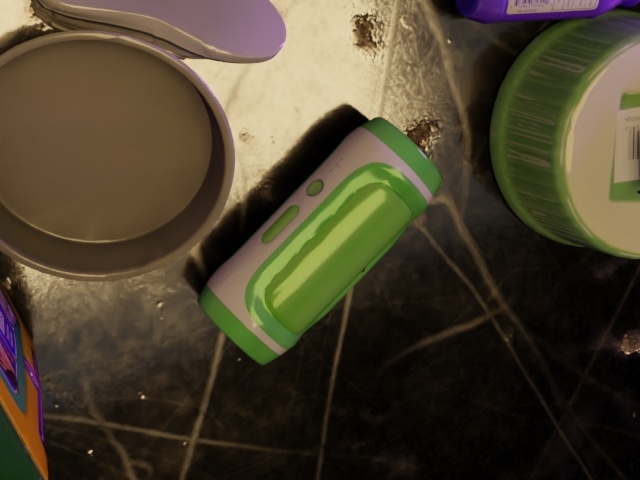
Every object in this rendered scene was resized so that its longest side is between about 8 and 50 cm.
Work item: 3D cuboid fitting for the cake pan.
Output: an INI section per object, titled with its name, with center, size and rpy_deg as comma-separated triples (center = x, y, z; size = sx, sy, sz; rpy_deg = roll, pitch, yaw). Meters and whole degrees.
[cake pan]
center = -0.238, -0.091, 1.160
size = 0.293, 0.054, 0.293
rpy_deg = -4, 122, -6

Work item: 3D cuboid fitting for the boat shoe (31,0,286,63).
[boat shoe]
center = -0.173, -0.233, 1.164
size = 0.267, 0.088, 0.096
rpy_deg = 7, 71, -16

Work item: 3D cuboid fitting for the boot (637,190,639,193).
[boot]
center = 0.429, -0.140, 1.223
size = 0.137, 0.077, 0.198
rpy_deg = -3, 104, -11

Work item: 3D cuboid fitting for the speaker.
[speaker]
center = 0.000, 0.000, 1.260
size = 0.296, 0.131, 0.131
rpy_deg = -46, 112, -1

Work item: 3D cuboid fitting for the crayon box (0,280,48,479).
[crayon box]
center = -0.376, 0.049, 1.030
size = 0.106, 0.363, 0.313
rpy_deg = -27, 110, -8

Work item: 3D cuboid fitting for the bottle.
[bottle]
center = 0.298, -0.318, 1.283
size = 0.283, 0.092, 0.118
rpy_deg = -7, 102, -15

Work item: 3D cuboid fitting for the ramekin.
[ramekin]
center = 0.372, -0.123, 1.327
size = 0.303, 0.148, 0.303
rpy_deg = -4, 105, -16
